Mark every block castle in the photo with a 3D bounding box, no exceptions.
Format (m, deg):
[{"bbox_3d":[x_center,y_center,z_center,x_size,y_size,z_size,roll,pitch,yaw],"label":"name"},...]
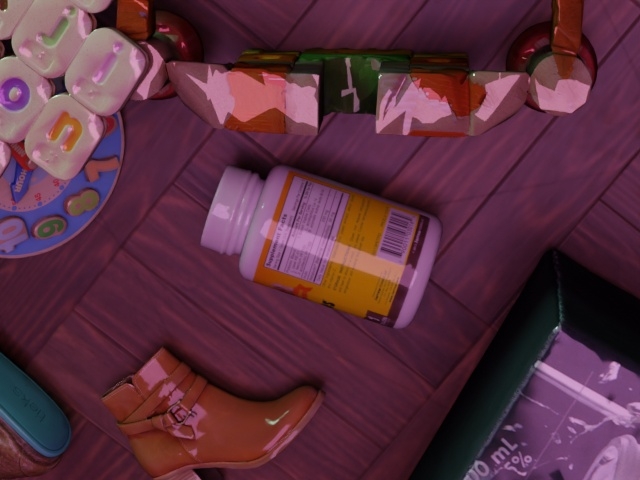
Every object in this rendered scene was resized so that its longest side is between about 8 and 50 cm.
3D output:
[{"bbox_3d":[0.034,-0.257,1.758,0.453,0.213,0.303,2,101,3],"label":"block castle"}]

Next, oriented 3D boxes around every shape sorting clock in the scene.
[{"bbox_3d":[-0.278,-0.079,1.858,0.206,0.040,0.206,-13,118,-25],"label":"shape sorting clock"}]

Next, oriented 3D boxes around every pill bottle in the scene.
[{"bbox_3d":[0.000,0.000,1.866,0.215,0.117,0.117,19,104,0],"label":"pill bottle"}]

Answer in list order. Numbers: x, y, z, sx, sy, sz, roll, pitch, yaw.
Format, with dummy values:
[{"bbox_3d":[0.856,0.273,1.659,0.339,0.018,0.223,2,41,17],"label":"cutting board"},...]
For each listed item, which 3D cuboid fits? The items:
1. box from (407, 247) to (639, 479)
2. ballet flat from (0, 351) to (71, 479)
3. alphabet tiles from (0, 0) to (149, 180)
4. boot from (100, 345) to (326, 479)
[{"bbox_3d":[0.300,0.344,1.840,0.472,0.297,0.480,29,104,-1],"label":"box"},{"bbox_3d":[-0.387,0.105,1.936,0.124,0.116,0.342,-30,104,30],"label":"ballet flat"},{"bbox_3d":[-0.292,-0.183,1.696,0.284,0.021,0.278,36,108,6],"label":"alphabet tiles"},{"bbox_3d":[-0.108,0.162,1.937,0.197,0.073,0.152,-36,94,9],"label":"boot"}]
